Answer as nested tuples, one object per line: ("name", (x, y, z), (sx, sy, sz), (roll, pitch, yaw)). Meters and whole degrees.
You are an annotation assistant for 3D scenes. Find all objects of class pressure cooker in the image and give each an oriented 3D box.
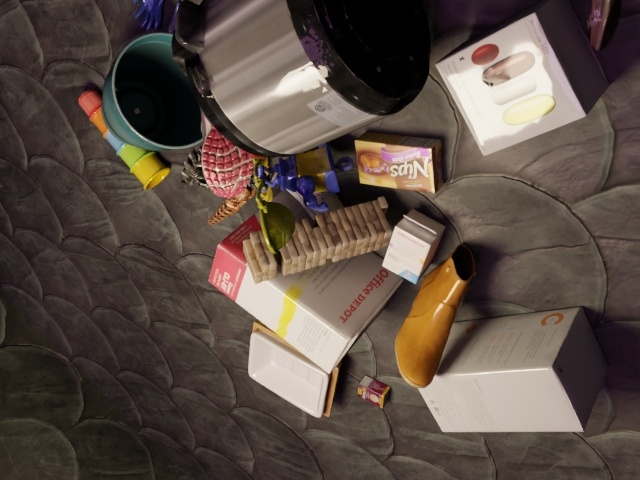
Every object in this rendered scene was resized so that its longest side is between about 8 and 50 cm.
("pressure cooker", (-0.053, -0.356, 1.313), (0.420, 0.375, 0.370), (-18, 111, 43))

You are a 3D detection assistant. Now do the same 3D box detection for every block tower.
("block tower", (0.000, 0.000, 1.555), (0.091, 0.335, 0.097), (100, 151, -65))

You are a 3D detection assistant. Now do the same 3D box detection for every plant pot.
("plant pot", (-0.414, -0.340, 1.702), (0.255, 0.271, 0.271), (-6, 117, 57))

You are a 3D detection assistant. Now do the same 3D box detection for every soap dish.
("soap dish", (-0.071, 0.367, 2.032), (0.291, 0.118, 0.229), (26, 133, 20))

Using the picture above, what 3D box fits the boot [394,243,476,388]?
("boot", (0.257, 0.155, 1.506), (0.104, 0.295, 0.211), (23, 134, -6))

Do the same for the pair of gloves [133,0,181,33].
("pair of gloves", (-0.376, -0.545, 1.678), (0.198, 0.023, 0.159), (46, 137, 2))

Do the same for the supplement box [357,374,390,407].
("supplement box", (0.152, 0.429, 1.960), (0.083, 0.043, 0.055), (21, 132, 25))

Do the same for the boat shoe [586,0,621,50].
("boat shoe", (0.459, -0.389, 1.128), (0.048, 0.056, 0.153), (23, 131, 36))

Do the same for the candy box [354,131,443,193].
("candy box", (0.172, -0.171, 1.505), (0.187, 0.053, 0.109), (13, 127, 32))

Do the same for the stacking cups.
("stacking cups", (-0.568, -0.288, 1.957), (0.316, 0.096, 0.096), (47, 137, -1))

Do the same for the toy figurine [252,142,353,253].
("toy figurine", (-0.032, -0.154, 1.498), (0.217, 0.362, 0.191), (-8, 133, -3))

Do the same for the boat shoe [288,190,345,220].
("boat shoe", (-0.006, -0.109, 1.664), (0.226, 0.083, 0.076), (38, 137, 10))

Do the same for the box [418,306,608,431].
("box", (0.419, 0.291, 1.532), (0.345, 0.215, 0.168), (-15, 110, 43))

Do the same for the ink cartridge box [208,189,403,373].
("ink cartridge box", (-0.034, 0.094, 1.689), (0.385, 0.279, 0.160), (36, 136, 11))

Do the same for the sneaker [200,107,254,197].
("sneaker", (-0.218, -0.250, 1.608), (0.121, 0.112, 0.299), (-4, 95, -6))

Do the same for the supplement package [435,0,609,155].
("supplement package", (0.353, -0.289, 1.209), (0.203, 0.149, 0.194), (-20, 106, 45))

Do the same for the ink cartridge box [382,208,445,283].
("ink cartridge box", (0.215, 0.007, 1.572), (0.092, 0.090, 0.143), (30, 133, 17))

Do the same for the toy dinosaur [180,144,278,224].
("toy dinosaur", (-0.229, -0.161, 1.752), (0.218, 0.164, 0.322), (27, 106, -5))
